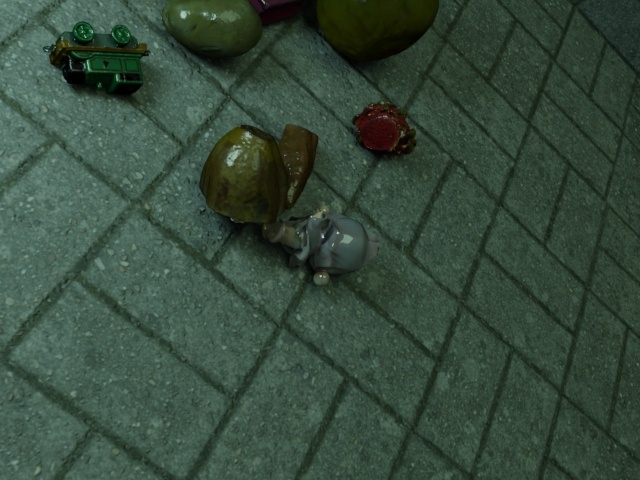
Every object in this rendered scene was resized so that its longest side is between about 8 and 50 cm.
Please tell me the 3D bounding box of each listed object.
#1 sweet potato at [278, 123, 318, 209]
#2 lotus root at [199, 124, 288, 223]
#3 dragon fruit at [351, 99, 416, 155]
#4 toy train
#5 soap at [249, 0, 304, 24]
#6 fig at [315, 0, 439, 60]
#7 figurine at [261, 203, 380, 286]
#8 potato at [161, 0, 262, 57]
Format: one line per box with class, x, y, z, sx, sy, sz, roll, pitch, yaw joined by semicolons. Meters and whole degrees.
sweet potato;-0.063;-0.181;1.672;0.097;0.097;0.251;26;52;-23
lotus root;-0.142;-0.148;1.508;0.199;0.180;0.188;8;23;-32
dragon fruit;0.183;-0.286;1.880;0.208;0.133;0.150;22;53;-39
toy train;-0.458;-0.374;1.486;0.228;0.091;0.136;-11;86;-38
soap;-0.118;-0.662;1.858;0.250;0.099;0.162;-31;82;-40
fig;0.145;-0.657;1.887;0.343;0.343;0.343;15;61;-30
figurine;0.001;0.000;1.610;0.276;0.133;0.200;12;66;-30
potato;-0.250;-0.513;1.657;0.235;0.160;0.178;-3;32;-22
